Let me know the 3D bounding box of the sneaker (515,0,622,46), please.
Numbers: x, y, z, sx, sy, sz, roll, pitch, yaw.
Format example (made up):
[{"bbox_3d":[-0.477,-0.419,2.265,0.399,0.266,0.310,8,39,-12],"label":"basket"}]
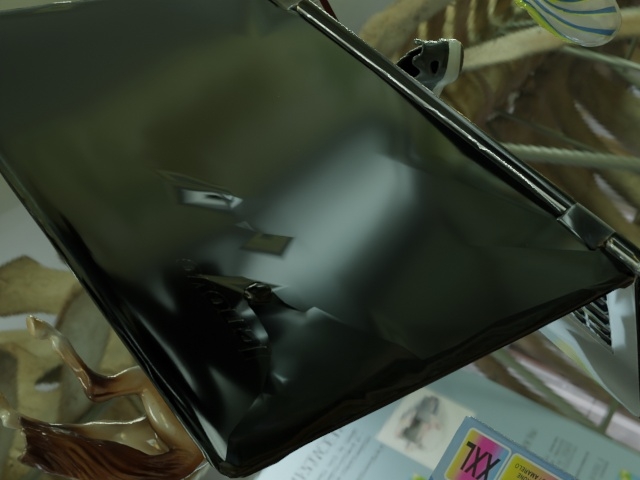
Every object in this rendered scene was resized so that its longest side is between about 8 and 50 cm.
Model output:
[{"bbox_3d":[0.256,-0.319,1.087,0.091,0.240,0.126,-52,-10,26],"label":"sneaker"}]

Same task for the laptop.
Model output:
[{"bbox_3d":[0.000,0.000,0.625,0.236,0.382,0.408,-41,-34,-5],"label":"laptop"}]

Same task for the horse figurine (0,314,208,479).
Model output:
[{"bbox_3d":[-0.095,0.072,0.581,0.263,0.174,0.066,-68,3,-52],"label":"horse figurine"}]

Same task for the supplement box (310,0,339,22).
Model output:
[{"bbox_3d":[-0.057,-0.201,1.067,0.129,0.194,0.191,-34,11,-17],"label":"supplement box"}]

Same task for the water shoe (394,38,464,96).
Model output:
[{"bbox_3d":[0.140,-0.242,1.304,0.203,0.080,0.073,130,147,-71],"label":"water shoe"}]

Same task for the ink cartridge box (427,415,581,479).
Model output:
[{"bbox_3d":[0.162,0.404,0.829,0.151,0.270,0.395,37,-99,-46],"label":"ink cartridge box"}]
